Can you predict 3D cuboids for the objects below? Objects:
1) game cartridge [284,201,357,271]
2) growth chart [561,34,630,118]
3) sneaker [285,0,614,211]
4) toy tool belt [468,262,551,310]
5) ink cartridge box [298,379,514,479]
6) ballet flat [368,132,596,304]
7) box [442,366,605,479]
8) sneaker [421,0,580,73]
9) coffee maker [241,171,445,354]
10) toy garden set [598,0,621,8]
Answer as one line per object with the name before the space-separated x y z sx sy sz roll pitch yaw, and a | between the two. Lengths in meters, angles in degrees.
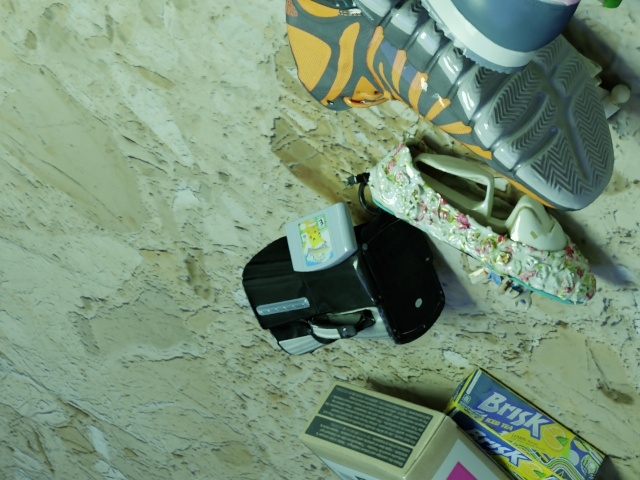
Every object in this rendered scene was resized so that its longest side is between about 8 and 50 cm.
game cartridge | 0.000 0.000 1.888 0.083 0.017 0.056 -22 80 44
growth chart | 0.152 -0.165 1.684 0.237 0.021 0.172 44 145 -15
sneaker | 0.101 -0.138 1.655 0.321 0.124 0.180 48 150 -3
toy tool belt | 0.188 0.041 1.877 0.083 0.051 0.052 37 -178 -3
ink cartridge box | 0.118 0.264 2.118 0.235 0.088 0.193 46 161 -33
ballet flat | 0.157 -0.021 1.810 0.241 0.091 0.077 27 122 3
box | 0.212 0.211 2.064 0.169 0.059 0.054 34 147 -1
sneaker | 0.088 -0.286 1.496 0.319 0.112 0.131 47 134 2
coffee maker | 0.018 0.026 1.967 0.178 0.120 0.171 -10 87 44
toy garden set | 0.267 -0.228 1.485 0.244 0.049 0.204 30 146 6
